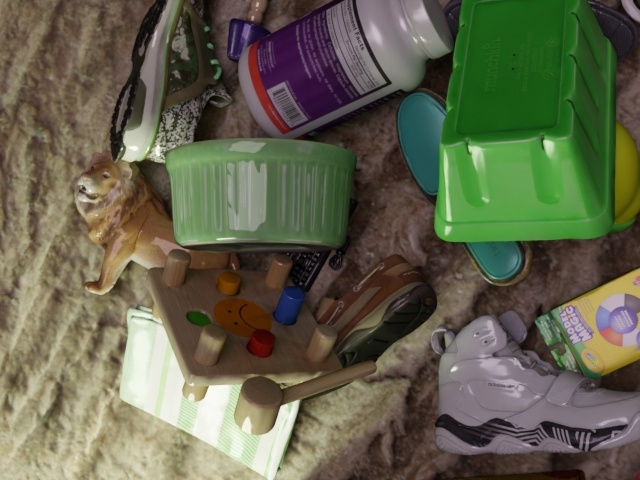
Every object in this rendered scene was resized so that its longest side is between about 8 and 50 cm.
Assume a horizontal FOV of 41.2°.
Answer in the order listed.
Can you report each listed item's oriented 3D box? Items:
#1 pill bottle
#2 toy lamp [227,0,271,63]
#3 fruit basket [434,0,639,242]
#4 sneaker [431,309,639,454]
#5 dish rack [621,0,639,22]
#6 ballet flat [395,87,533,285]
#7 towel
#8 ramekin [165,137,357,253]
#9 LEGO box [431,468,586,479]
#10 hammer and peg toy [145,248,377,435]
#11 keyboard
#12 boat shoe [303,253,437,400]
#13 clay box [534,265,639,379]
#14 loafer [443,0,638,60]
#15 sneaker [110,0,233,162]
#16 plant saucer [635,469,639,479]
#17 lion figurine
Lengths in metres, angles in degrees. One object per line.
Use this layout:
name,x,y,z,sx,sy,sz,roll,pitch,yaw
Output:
pill bottle,0.041,-0.291,1.362,0.323,0.181,0.181,-22,83,24
toy lamp,-0.096,-0.440,1.484,0.080,0.080,0.275,21,91,14
fruit basket,0.327,-0.138,1.252,0.283,0.392,0.392,-1,88,22
sneaker,0.330,0.208,1.289,0.366,0.137,0.210,-12,84,32
dish rack,0.651,-0.425,1.289,0.285,0.072,0.333,34,96,13
ballet flat,0.232,-0.084,1.366,0.123,0.123,0.348,-32,77,12
towel,-0.194,0.260,1.442,0.325,0.038,0.248,24,128,12
ramekin,-0.094,-0.061,1.348,0.303,0.303,0.148,-1,85,15
LEGO box,0.148,0.484,1.235,0.500,0.372,0.193,-8,86,15
hammer and peg toy,-0.096,0.161,1.287,0.361,0.266,0.127,55,133,45
keyboard,0.000,0.000,1.470,0.108,0.023,0.180,31,97,13
boat shoe,0.045,0.147,1.414,0.324,0.122,0.120,-39,57,17
clay box,0.461,0.129,1.328,0.222,0.053,0.127,-29,82,11
loafer,0.349,-0.356,1.355,0.302,0.095,0.109,10,129,13
sneaker,-0.236,-0.304,1.505,0.182,0.158,0.410,21,79,-27
plant saucer,0.569,0.486,1.249,0.259,0.048,0.258,12,91,-4
lion figurine,-0.270,0.016,1.499,0.392,0.142,0.240,25,87,0
